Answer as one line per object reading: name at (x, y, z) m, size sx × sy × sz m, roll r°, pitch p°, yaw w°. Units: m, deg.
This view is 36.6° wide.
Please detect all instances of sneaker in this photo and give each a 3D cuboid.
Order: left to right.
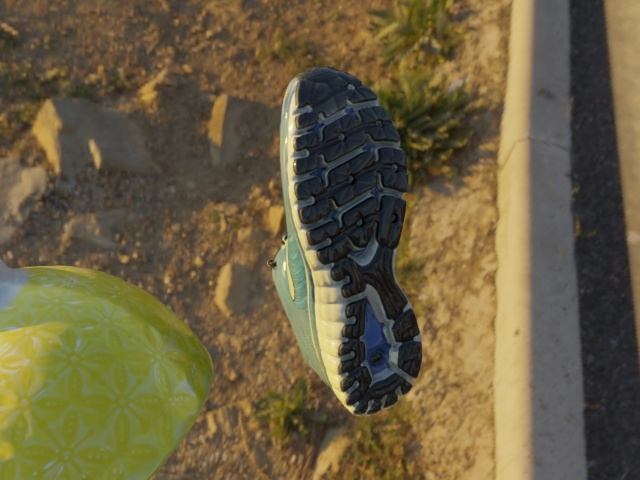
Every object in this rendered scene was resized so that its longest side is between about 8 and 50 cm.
sneaker at (0.000, 0.000, 0.923) m, size 0.129 × 0.330 × 0.147 m, roll -17°, pitch 20°, yaw -32°

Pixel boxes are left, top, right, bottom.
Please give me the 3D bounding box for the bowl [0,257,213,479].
bowl at (-0.237, 0.100, 0.687) m, size 0.289 × 0.289 × 0.156 m, roll -47°, pitch 116°, yaw -41°
